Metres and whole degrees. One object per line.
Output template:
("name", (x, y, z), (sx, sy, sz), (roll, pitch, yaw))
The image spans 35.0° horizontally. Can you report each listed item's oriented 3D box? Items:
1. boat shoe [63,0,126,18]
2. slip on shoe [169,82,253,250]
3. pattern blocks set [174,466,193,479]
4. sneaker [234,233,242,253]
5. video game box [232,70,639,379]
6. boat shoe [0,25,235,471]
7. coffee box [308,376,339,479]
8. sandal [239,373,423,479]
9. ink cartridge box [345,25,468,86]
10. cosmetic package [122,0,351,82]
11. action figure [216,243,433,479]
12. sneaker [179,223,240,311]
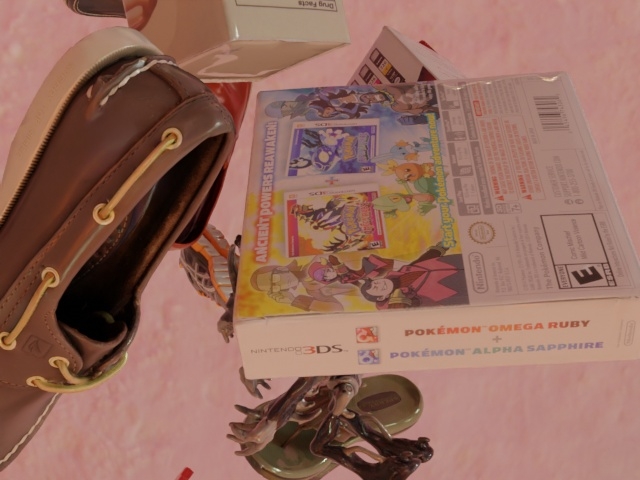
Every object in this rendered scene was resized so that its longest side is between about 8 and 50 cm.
("boat shoe", (-0.204, -0.299, 1.223), (0.206, 0.075, 0.065), (-15, 56, -26))
("slip on shoe", (-0.158, -0.138, 1.357), (0.123, 0.331, 0.101), (17, 5, -32))
("pattern blocks set", (-0.346, 0.540, 1.761), (0.026, 0.325, 0.285), (42, 106, -2))
("sneaker", (0.000, 0.000, 1.594), (0.276, 0.135, 0.098), (-14, 41, 24))
("video game box", (0.054, -0.017, 0.534), (0.187, 0.048, 0.205), (-1, 38, 2))
("boat shoe", (-0.159, 0.033, 0.626), (0.096, 0.324, 0.116), (38, 18, 21))
("coffee box", (0.006, 0.268, 1.563), (0.040, 0.113, 0.184), (17, 57, -16))
("sandal", (0.019, 0.226, 1.352), (0.302, 0.086, 0.120), (-16, 54, -37))
("ink cartridge box", (0.070, -0.104, 1.334), (0.130, 0.309, 0.272), (19, 25, -37))
("cosmetic package", (-0.094, -0.294, 0.873), (0.153, 0.129, 0.296), (-8, 86, -47))
("action figure", (-0.023, 0.127, 0.914), (0.276, 0.141, 0.164), (53, 19, -8))
("sneaker", (-0.158, 0.061, 1.589), (0.084, 0.083, 0.215), (3, 36, -37))
